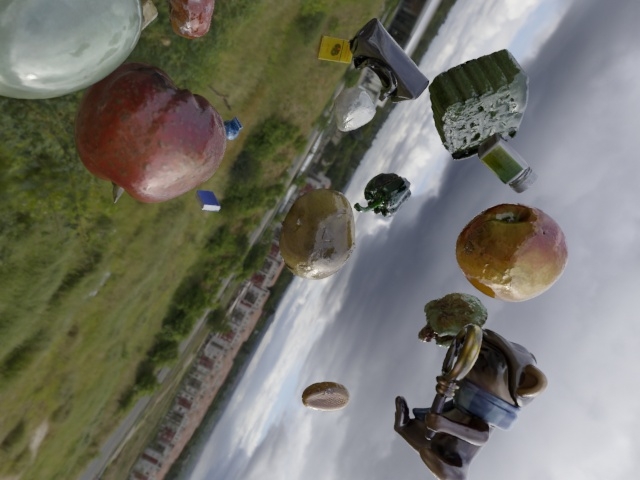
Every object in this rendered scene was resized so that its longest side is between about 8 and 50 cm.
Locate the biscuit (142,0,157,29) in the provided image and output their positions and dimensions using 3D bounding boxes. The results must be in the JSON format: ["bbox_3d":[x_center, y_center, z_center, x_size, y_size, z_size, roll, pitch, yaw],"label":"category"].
[{"bbox_3d":[-0.564,-0.691,1.497,0.052,0.056,0.187,-15,-139,25],"label":"biscuit"}]

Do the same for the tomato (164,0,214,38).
[{"bbox_3d":[-0.479,-0.819,1.734,0.214,0.181,0.155,137,-43,-69],"label":"tomato"}]

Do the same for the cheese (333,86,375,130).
[{"bbox_3d":[0.151,-0.622,2.239,0.198,0.154,0.189,-31,157,0],"label":"cheese"}]

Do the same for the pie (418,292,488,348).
[{"bbox_3d":[0.531,0.309,1.908,0.258,0.105,0.274,-9,-148,29],"label":"pie"}]

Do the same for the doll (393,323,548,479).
[{"bbox_3d":[0.304,0.341,1.020,0.339,0.209,0.318,-51,155,7],"label":"doll"}]

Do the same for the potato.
[{"bbox_3d":[0.000,0.000,1.422,0.116,0.239,0.298,-129,-130,-64],"label":"potato"}]

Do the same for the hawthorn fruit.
[{"bbox_3d":[-0.482,-0.277,1.359,0.402,0.403,0.403,-62,-179,2],"label":"hawthorn fruit"}]

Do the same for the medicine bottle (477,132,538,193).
[{"bbox_3d":[0.604,-0.246,1.553,0.088,0.188,0.132,-44,-172,29],"label":"medicine bottle"}]

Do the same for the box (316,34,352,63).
[{"bbox_3d":[0.061,-0.747,1.879,0.023,0.155,0.086,47,-49,42],"label":"box"}]

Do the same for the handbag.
[{"bbox_3d":[0.209,-0.579,1.611,0.113,0.285,0.257,-46,-166,-1],"label":"handbag"}]

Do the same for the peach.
[{"bbox_3d":[0.631,0.052,1.601,0.372,0.373,0.289,-61,-148,31],"label":"peach"}]

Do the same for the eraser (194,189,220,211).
[{"bbox_3d":[-0.386,-0.136,1.642,0.084,0.063,0.027,55,-52,36],"label":"eraser"}]

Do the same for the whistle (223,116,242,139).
[{"bbox_3d":[-0.376,-0.461,1.992,0.090,0.090,0.158,-62,-165,-2],"label":"whistle"}]

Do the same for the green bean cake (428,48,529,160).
[{"bbox_3d":[0.573,-0.484,1.755,0.335,0.217,0.319,-24,151,10],"label":"green bean cake"}]

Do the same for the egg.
[{"bbox_3d":[-0.494,-0.398,0.862,0.352,0.258,0.258,-30,166,-26],"label":"egg"}]

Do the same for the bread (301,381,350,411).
[{"bbox_3d":[0.018,0.576,1.780,0.077,0.190,0.114,-116,-143,-67],"label":"bread"}]

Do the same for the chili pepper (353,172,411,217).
[{"bbox_3d":[0.258,-0.177,2.025,0.261,0.174,0.165,-40,144,-16],"label":"chili pepper"}]
